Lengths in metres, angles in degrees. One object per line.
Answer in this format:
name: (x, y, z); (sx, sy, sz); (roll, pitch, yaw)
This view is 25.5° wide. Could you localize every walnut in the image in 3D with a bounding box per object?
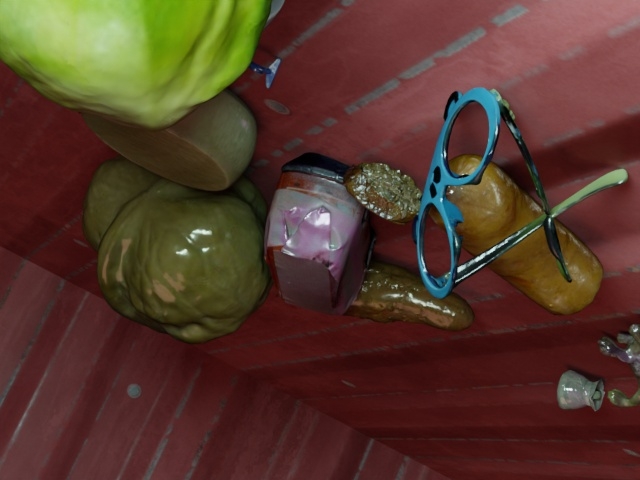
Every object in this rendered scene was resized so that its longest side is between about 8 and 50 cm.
walnut: (-0.200, 0.003, 2.029); (0.253, 0.282, 0.277); (-18, 146, 7)

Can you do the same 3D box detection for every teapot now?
teapot: (0.417, 0.239, 2.237); (0.064, 0.064, 0.083); (7, -170, 30)

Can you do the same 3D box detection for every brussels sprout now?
brussels sprout: (-0.158, -0.238, 1.143); (0.227, 0.260, 0.294); (54, 150, 42)

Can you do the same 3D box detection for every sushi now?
sushi: (0.086, -0.061, 1.744); (0.120, 0.055, 0.052); (33, -151, -4)

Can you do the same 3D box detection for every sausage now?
sausage: (0.218, -0.011, 1.625); (0.109, 0.108, 0.270); (7, 157, 49)

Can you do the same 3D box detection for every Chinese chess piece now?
Chinese chess piece: (-0.193, -0.154, 1.800); (0.238, 0.092, 0.238); (23, 166, 6)

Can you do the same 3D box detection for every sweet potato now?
sweet potato: (0.063, 0.072, 2.137); (0.355, 0.095, 0.106); (20, -155, 30)

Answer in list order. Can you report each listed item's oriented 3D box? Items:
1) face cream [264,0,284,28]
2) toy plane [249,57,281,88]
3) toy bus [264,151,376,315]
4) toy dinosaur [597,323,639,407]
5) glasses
face cream: (-0.096, -0.237, 1.333); (0.117, 0.117, 0.104); (34, 154, -29)
toy plane: (-0.126, -0.220, 1.574); (0.167, 0.054, 0.062); (25, -170, 2)
toy bus: (0.000, 0.000, 1.926); (0.128, 0.147, 0.302); (17, 165, 8)
toy dinosaur: (0.480, 0.184, 1.932); (0.251, 0.072, 0.200); (42, 149, -20)
glasses: (0.201, -0.035, 1.453); (0.207, 0.102, 0.239); (14, 119, 7)
